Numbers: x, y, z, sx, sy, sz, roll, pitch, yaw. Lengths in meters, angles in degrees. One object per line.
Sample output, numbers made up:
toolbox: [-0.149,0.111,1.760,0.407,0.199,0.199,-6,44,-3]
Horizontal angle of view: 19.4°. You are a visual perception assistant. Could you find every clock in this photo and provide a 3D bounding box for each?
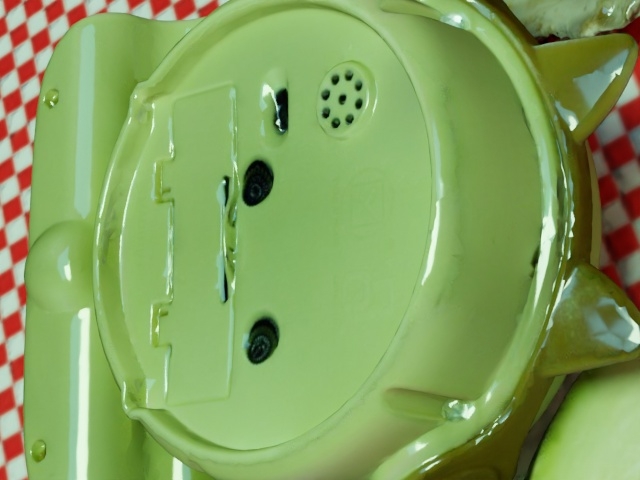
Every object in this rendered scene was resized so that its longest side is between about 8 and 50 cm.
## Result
clock: [0.000,0.000,0.917,0.348,0.117,0.286,-12,72,41]

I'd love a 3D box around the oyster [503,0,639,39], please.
oyster: [0.098,-0.157,0.969,0.233,0.161,0.107,3,42,38]

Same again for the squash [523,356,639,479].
squash: [0.200,0.132,0.806,0.252,0.049,0.252,-14,65,32]
